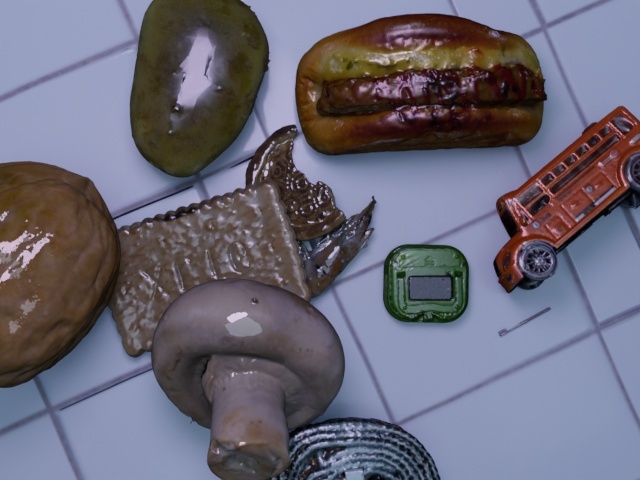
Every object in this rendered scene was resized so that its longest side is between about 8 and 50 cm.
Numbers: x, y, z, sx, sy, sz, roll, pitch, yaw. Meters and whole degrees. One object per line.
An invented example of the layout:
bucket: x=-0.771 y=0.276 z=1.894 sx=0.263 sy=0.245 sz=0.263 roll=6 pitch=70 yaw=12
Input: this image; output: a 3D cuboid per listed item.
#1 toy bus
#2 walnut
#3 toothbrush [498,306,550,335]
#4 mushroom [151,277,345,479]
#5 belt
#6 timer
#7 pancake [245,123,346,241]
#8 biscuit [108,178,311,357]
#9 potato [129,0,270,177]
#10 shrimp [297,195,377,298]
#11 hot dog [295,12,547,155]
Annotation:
toy bus: x=0.394 y=-0.059 z=1.679 sx=0.329 sy=0.143 sz=0.153 roll=-40 pitch=79 yaw=-3
walnut: x=-0.453 y=0.041 z=1.556 sx=0.306 sy=0.306 sz=0.344 roll=39 pitch=78 yaw=0
toothbrush: x=0.336 y=0.133 z=1.729 sx=0.097 sy=0.006 sz=0.008 roll=-27 pitch=85 yaw=-4
mushroom: x=-0.118 y=0.215 z=1.527 sx=0.292 sy=0.292 sz=0.290 roll=10 pitch=46 yaw=-2
belt: x=0.039 y=0.376 z=1.627 sx=0.295 sy=0.160 sz=0.207 roll=9 pitch=87 yaw=-2
timer: x=0.172 y=0.070 z=1.705 sx=0.140 sy=0.047 sz=0.128 roll=1 pitch=88 yaw=-2
pancake: x=-0.036 y=-0.087 z=1.695 sx=0.190 sy=0.020 sz=0.184 roll=23 pitch=86 yaw=16
biscuit: x=-0.191 y=0.045 z=1.675 sx=0.325 sy=0.044 sz=0.217 roll=-18 pitch=91 yaw=6
potato: x=-0.196 y=-0.250 z=1.645 sx=0.210 sy=0.173 sz=0.307 roll=16 pitch=88 yaw=-4
shrimp: x=0.000 y=0.000 z=1.706 sx=0.126 sy=0.047 sz=0.223 roll=44 pitch=88 yaw=10
hot dog: x=0.164 y=-0.240 z=1.635 sx=0.405 sy=0.223 sz=0.185 roll=-4 pitch=84 yaw=-3
